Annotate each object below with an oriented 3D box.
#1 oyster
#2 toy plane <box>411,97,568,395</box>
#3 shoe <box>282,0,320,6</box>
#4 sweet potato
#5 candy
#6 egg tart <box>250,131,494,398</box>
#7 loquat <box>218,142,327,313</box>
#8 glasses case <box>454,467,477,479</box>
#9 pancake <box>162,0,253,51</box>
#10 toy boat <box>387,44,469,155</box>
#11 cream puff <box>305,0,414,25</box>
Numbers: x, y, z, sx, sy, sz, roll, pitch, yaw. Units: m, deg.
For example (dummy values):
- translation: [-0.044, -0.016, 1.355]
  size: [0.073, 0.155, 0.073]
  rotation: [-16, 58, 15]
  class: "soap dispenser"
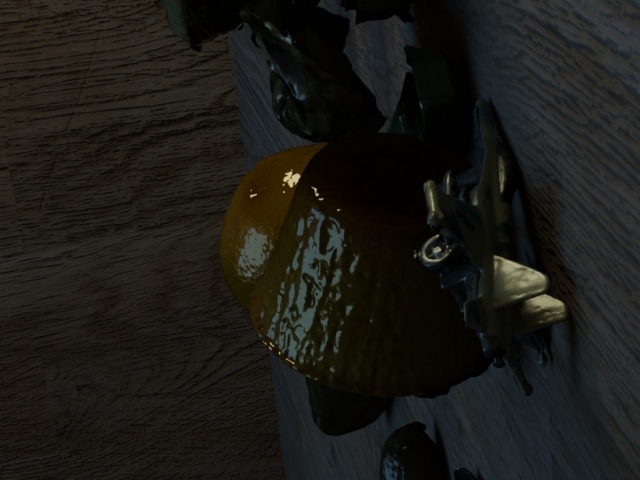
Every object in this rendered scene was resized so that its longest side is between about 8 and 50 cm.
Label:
- translation: [-0.022, -0.157, 1.561]
  size: [0.166, 0.094, 0.294]
  rotation: [59, -170, 13]
  class: "oyster"
- translation: [0.118, -0.009, 1.350]
  size: [0.192, 0.088, 0.262]
  rotation: [51, -161, -40]
  class: "toy plane"
- translation: [-0.035, -0.329, 2.158]
  size: [0.227, 0.099, 0.126]
  rotation: [-126, 30, -67]
  class: "shoe"
- translation: [0.111, 0.330, 1.913]
  size: [0.075, 0.075, 0.273]
  rotation: [112, 148, -77]
  class: "sweet potato"
- translation: [0.033, 0.157, 2.225]
  size: [0.234, 0.102, 0.104]
  rotation: [89, 169, -64]
  class: "candy"
- translation: [0.051, 0.021, 1.483]
  size: [0.215, 0.215, 0.171]
  rotation: [-107, 19, -51]
  class: "egg tart"
- translation: [0.000, 0.000, 1.863]
  size: [0.208, 0.208, 0.208]
  rotation: [171, 90, -83]
  class: "loquat"
- translation: [0.147, 0.248, 1.707]
  size: [0.083, 0.023, 0.033]
  rotation: [-108, 3, -63]
  class: "glasses case"
- translation: [-0.046, -0.344, 1.585]
  size: [0.382, 0.071, 0.382]
  rotation: [-61, -11, -21]
  class: "pancake"
- translation: [0.089, -0.095, 1.607]
  size: [0.293, 0.055, 0.093]
  rotation: [104, 155, -72]
  class: "toy boat"
- translation: [0.027, -0.266, 1.570]
  size: [0.156, 0.121, 0.156]
  rotation: [36, -148, -26]
  class: "cream puff"
